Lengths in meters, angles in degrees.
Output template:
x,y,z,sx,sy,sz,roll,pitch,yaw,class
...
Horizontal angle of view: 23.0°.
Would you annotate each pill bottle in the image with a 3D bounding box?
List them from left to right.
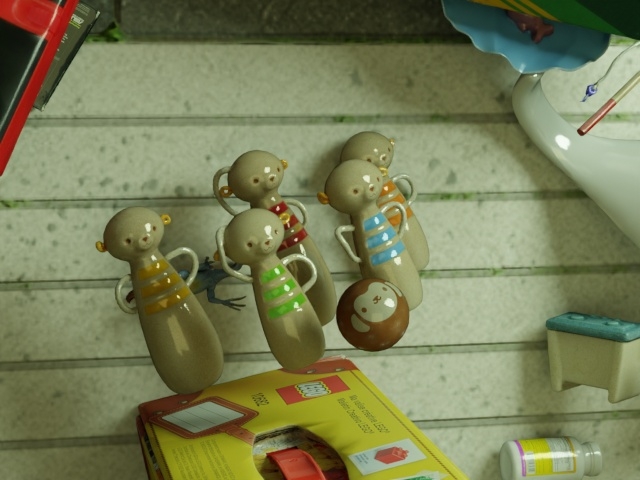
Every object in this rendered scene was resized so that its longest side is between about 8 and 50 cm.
x,y,z,sx,sy,sz,roll,pitch,yaw,class
0.202,0.194,1.376,0.083,0.043,0.043,-2,99,-13,pill bottle

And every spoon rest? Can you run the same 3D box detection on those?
x,y,z,sx,sy,sz,roll,pitch,yaw,class
0.271,-0.060,1.322,0.276,0.084,0.137,38,60,-8,spoon rest

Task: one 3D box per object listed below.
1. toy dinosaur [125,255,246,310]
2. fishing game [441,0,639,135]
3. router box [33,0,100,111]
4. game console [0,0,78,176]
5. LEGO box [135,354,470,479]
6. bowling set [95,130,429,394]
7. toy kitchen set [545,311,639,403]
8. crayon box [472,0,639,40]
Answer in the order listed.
x,y,z,sx,sy,sz,roll,pitch,yaw,class
-0.102,0.027,1.289,0.082,0.090,0.047,-31,126,-46,toy dinosaur
0.176,-0.224,1.270,0.189,0.041,0.264,-41,91,-26,fishing game
-0.247,-0.170,1.225,0.122,0.038,0.092,31,89,-14,router box
-0.371,-0.219,1.140,0.387,0.060,0.342,24,73,-12,game console
0.019,0.328,1.121,0.193,0.500,0.372,-13,102,-10,LEGO box
0.000,0.000,1.201,0.287,0.200,0.154,-29,103,-29,bowling set
0.322,0.069,1.377,0.207,0.166,0.122,-9,103,-48,toy kitchen set
0.158,-0.282,1.223,0.319,0.081,0.202,12,64,-9,crayon box
